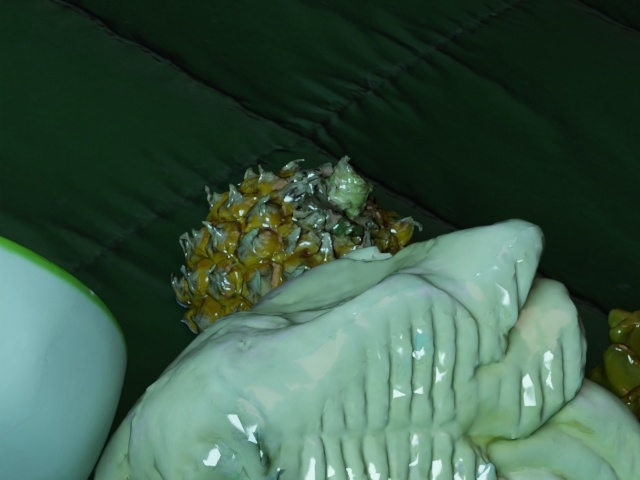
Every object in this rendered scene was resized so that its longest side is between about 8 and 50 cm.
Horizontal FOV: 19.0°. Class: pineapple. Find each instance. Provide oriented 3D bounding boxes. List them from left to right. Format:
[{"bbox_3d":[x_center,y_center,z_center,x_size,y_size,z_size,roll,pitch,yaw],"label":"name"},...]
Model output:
[{"bbox_3d":[0.000,0.002,1.224,0.176,0.137,0.161,30,33,12],"label":"pineapple"}]

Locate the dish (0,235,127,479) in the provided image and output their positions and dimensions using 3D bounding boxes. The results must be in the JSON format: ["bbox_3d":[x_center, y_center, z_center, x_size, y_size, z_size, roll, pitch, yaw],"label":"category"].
[{"bbox_3d":[-0.248,0.098,0.829,0.324,0.324,0.124,9,62,-18],"label":"dish"}]

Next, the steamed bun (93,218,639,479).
[{"bbox_3d":[0.018,0.141,0.945,0.280,0.268,0.207,-28,16,-29],"label":"steamed bun"}]

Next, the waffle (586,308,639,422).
[{"bbox_3d":[0.316,0.159,1.245,0.293,0.069,0.260,11,36,-20],"label":"waffle"}]
